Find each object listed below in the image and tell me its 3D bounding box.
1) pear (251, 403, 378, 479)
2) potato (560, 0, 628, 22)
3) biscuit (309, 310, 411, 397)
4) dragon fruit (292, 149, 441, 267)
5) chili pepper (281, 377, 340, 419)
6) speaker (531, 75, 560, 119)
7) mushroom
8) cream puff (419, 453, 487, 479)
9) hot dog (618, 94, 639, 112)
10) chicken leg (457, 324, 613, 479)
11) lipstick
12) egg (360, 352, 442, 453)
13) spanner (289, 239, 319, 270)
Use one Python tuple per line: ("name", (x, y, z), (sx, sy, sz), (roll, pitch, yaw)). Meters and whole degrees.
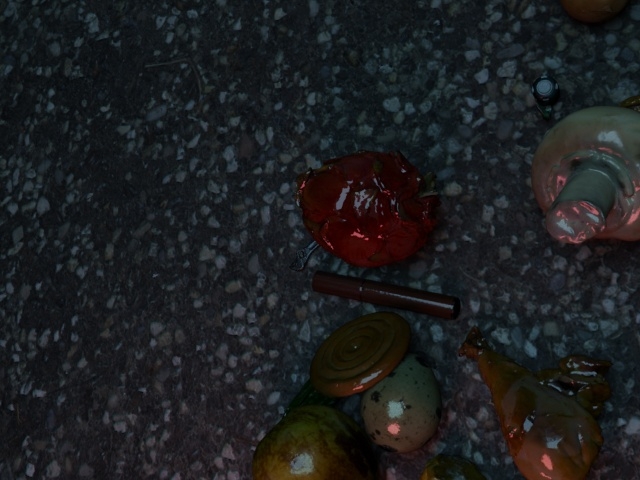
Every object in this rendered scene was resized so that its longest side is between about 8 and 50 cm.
("pear", (-0.006, 0.492, 1.859), (0.284, 0.283, 0.283), (-6, 73, 20))
("potato", (0.623, -0.573, 2.010), (0.202, 0.182, 0.117), (33, 131, 33))
("biscuit", (0.083, 0.249, 1.938), (0.262, 0.037, 0.262), (-27, 26, 14))
("dragon fruit", (0.108, -0.075, 1.982), (0.343, 0.277, 0.277), (-10, 71, 16))
("chili pepper", (0.005, 0.358, 2.005), (0.257, 0.074, 0.100), (-47, 55, 9))
("speaker", (0.519, -0.330, 2.001), (0.060, 0.075, 0.094), (19, 90, 22))
("mushroom", (0.563, -0.115, 1.764), (0.315, 0.336, 0.314), (16, 122, 28))
("cream puff", (0.274, 0.530, 1.830), (0.146, 0.146, 0.116), (41, 131, 26))
("hot dog", (0.809, -0.252, 1.834), (0.349, 0.117, 0.158), (-3, 118, 24))
("chicken leg", (0.463, 0.312, 1.813), (0.295, 0.182, 0.409), (-38, 49, -3))
("lipstick", (0.151, 0.126, 2.022), (0.357, 0.057, 0.057), (11, 79, 23))
("egg", (0.179, 0.352, 1.882), (0.177, 0.177, 0.228), (5, 57, 22))
("spanner", (0.000, 0.000, 2.141), (0.208, 0.012, 0.046), (-43, 65, 4))
